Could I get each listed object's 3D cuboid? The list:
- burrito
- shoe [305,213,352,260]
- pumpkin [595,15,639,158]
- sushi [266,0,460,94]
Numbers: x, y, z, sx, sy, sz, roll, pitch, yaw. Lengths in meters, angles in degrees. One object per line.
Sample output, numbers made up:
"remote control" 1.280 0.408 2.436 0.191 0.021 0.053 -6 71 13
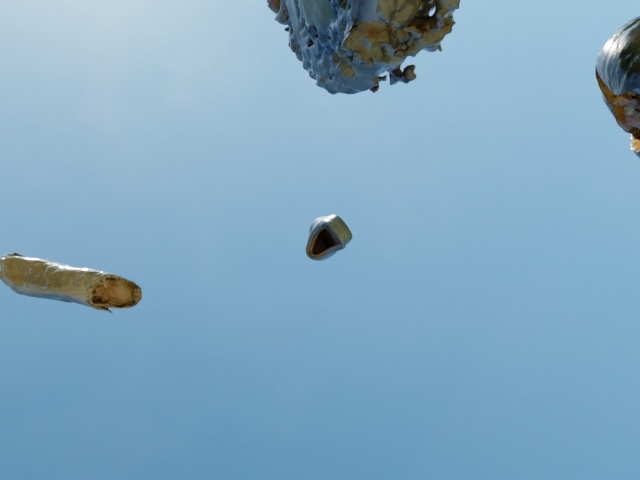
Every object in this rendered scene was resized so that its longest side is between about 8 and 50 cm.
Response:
"burrito" -0.387 0.064 1.189 0.087 0.226 0.060 24 -103 -69
"shoe" 0.000 0.000 1.535 0.078 0.195 0.079 -32 -88 -19
"pumpkin" 0.493 -0.206 1.101 0.238 0.159 0.238 58 -168 -20
"sushi" 0.021 -0.385 1.061 0.176 0.417 0.417 -26 -98 -22
